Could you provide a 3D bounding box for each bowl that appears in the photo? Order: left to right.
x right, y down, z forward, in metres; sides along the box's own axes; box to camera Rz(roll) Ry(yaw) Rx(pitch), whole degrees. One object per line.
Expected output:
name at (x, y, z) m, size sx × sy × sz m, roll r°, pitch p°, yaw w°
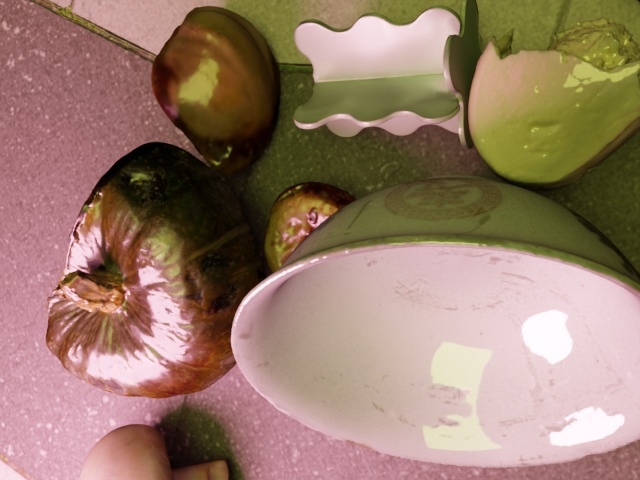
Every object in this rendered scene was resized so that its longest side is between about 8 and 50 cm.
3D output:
bowl at (0.140, 0.060, 0.750) m, size 0.434 × 0.435 × 0.196 m, roll -2°, pitch 51°, yaw 19°

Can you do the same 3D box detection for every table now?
table at (0.075, -0.186, 0.825) m, size 0.198 × 0.166 × 0.167 m, roll 2°, pitch 93°, yaw 26°

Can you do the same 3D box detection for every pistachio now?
pistachio at (-0.129, -0.186, 0.910) m, size 0.165 × 0.130 × 0.210 m, roll -12°, pitch 94°, yaw -19°

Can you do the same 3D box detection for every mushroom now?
mushroom at (-0.214, 0.340, 0.945) m, size 0.204 × 0.204 × 0.204 m, roll 1°, pitch 93°, yaw 19°

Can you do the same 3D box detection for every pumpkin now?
pumpkin at (-0.188, 0.066, 0.870) m, size 0.232 × 0.242 × 0.325 m, roll 33°, pitch 117°, yaw 20°

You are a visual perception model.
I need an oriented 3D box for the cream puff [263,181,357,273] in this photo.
cream puff at (0.000, 0.000, 0.891) m, size 0.149 × 0.084 × 0.149 m, roll 3°, pitch 98°, yaw 21°

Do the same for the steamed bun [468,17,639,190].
steamed bun at (0.240, -0.152, 0.726) m, size 0.200 × 0.225 × 0.170 m, roll -36°, pitch 81°, yaw 18°
